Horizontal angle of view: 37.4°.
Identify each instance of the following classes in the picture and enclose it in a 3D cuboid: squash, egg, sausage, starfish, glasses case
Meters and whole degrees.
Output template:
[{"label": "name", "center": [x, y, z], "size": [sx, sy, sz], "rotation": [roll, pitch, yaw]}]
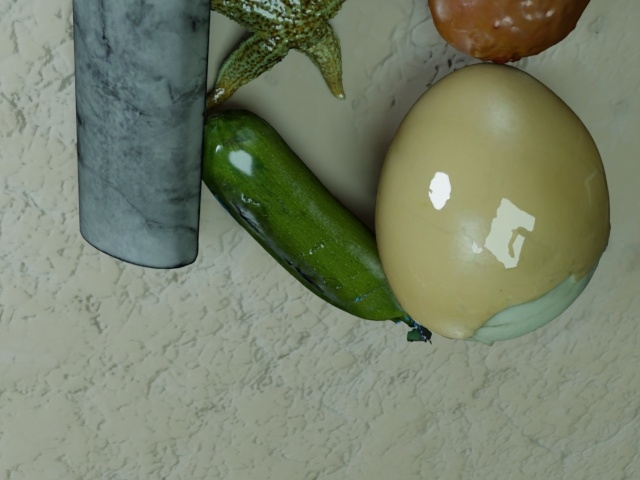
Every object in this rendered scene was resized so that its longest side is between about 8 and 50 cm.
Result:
[{"label": "squash", "center": [0.000, -0.001, 0.864], "size": [0.087, 0.087, 0.331], "rotation": [-38, 125, 14]}, {"label": "egg", "center": [0.144, -0.032, 0.810], "size": [0.201, 0.201, 0.244], "rotation": [-13, 118, -5]}, {"label": "sausage", "center": [0.175, -0.253, 0.706], "size": [0.133, 0.133, 0.258], "rotation": [20, 119, -26]}, {"label": "starfish", "center": [-0.020, -0.176, 0.764], "size": [0.208, 0.053, 0.176], "rotation": [-31, 136, 16]}, {"label": "glasses case", "center": [-0.141, -0.118, 0.738], "size": [0.114, 0.060, 0.299], "rotation": [20, 126, 17]}]
